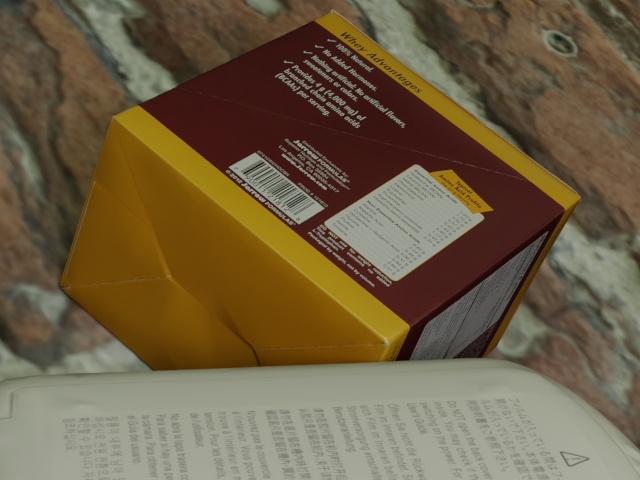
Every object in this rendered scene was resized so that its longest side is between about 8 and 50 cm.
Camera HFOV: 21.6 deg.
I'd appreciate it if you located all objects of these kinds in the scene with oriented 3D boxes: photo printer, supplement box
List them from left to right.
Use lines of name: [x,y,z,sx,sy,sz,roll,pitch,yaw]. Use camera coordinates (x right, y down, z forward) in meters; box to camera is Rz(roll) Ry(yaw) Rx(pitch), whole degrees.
supplement box: [0.000,0.000,0.931,0.191,0.129,0.194,39,42,18]
photo printer: [0.010,0.143,0.708,0.307,0.107,0.256,-2,23,-10]
